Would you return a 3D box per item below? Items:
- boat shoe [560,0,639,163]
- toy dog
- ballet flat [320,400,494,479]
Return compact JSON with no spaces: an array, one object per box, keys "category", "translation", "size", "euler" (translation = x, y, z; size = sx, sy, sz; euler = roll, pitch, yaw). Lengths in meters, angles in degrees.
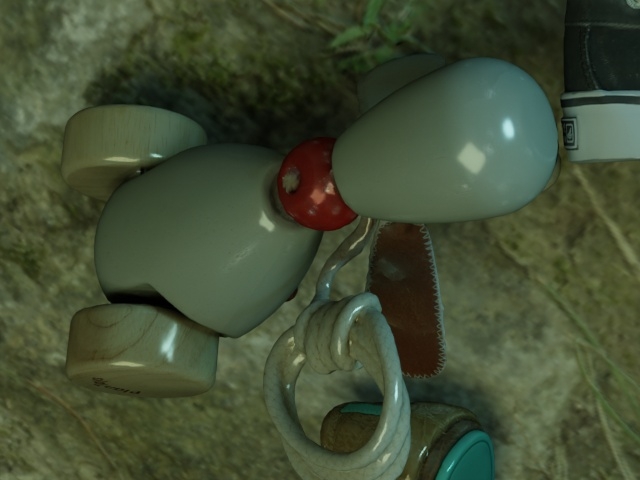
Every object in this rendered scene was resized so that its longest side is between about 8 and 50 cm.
[{"category":"boat shoe","translation":[0.262,-0.089,0.717],"size":[0.306,0.113,0.105],"euler":[-1,95,10]},{"category":"toy dog","translation":[0.000,0.000,0.837],"size":[0.333,0.161,0.220],"euler":[14,90,47]},{"category":"ballet flat","translation":[0.050,0.240,1.031],"size":[0.124,0.116,0.342],"euler":[17,130,35]}]
